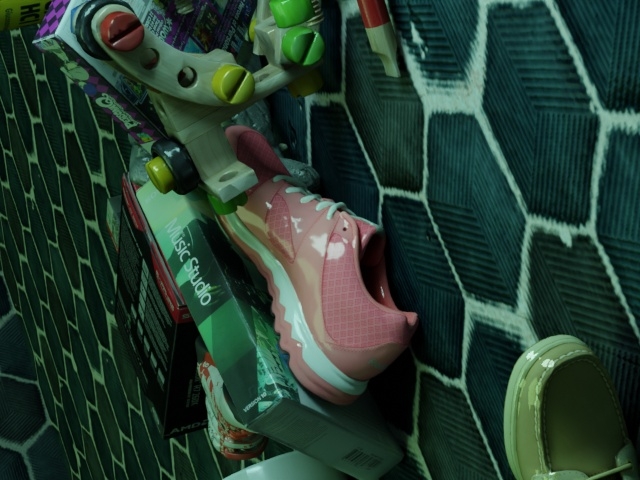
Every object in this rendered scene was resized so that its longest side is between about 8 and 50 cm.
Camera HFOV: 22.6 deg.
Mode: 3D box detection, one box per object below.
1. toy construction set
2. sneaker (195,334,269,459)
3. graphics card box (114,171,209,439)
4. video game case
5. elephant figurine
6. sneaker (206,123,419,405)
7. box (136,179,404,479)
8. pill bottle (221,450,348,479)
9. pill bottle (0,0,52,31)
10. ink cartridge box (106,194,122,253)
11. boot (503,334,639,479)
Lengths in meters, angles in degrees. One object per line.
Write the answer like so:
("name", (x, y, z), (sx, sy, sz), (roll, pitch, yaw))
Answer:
("toy construction set", (-0.054, -0.154, 1.484), (0.309, 0.257, 0.237), (-1, 115, 44))
("sneaker", (-0.086, 0.219, 2.001), (0.270, 0.090, 0.145), (-138, 37, -64))
("graphics card box", (-0.209, 0.091, 2.245), (0.371, 0.094, 0.232), (104, 146, -53))
("video game case", (-0.169, -0.221, 1.612), (0.042, 0.232, 0.210), (-11, 138, 38))
("elephant figurine", (-0.111, -0.137, 1.750), (0.239, 0.186, 0.169), (-16, 55, 61))
("sneaker", (0.000, 0.000, 1.576), (0.136, 0.116, 0.313), (-37, 67, 24))
("box", (-0.053, 0.087, 1.656), (0.232, 0.058, 0.322), (33, -159, -51))
("pill bottle", (0.001, 0.422, 1.726), (0.204, 0.204, 0.361), (116, 135, -62))
("pill bottle", (-0.341, -0.353, 1.909), (0.188, 0.334, 0.188), (165, 90, -72))
("ink cartridge box", (-0.323, -0.015, 2.584), (0.115, 0.029, 0.063), (106, 144, -56))
("boot", (0.220, 0.207, 1.109), (0.203, 0.095, 0.262), (-148, 45, -64))
